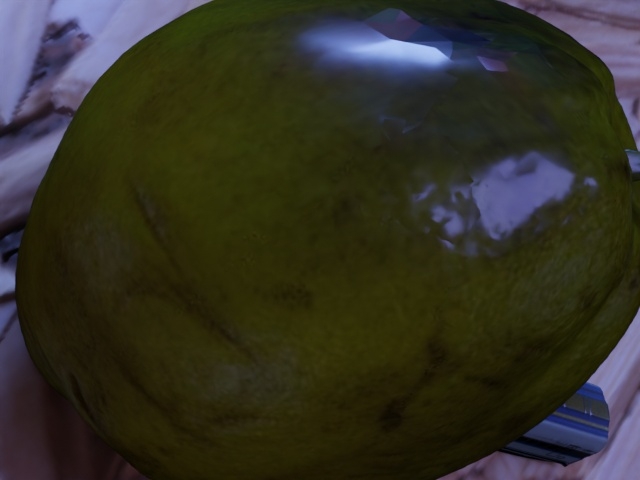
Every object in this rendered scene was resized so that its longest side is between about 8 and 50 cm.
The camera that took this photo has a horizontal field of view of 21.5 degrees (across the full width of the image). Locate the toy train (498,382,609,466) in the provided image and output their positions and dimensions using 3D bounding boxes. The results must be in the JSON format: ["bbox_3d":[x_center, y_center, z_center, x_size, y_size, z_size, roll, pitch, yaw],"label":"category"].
[{"bbox_3d":[0.081,0.090,1.034,0.252,0.048,0.055,18,62,-39],"label":"toy train"}]

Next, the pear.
[{"bbox_3d":[0.000,0.000,0.791,0.269,0.321,0.269,39,44,-51],"label":"pear"}]
